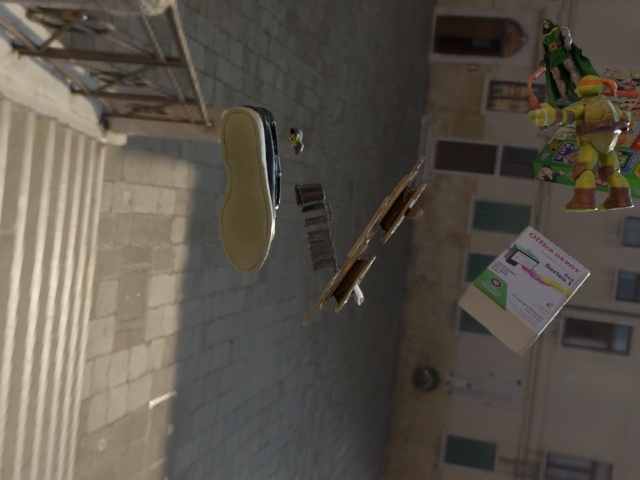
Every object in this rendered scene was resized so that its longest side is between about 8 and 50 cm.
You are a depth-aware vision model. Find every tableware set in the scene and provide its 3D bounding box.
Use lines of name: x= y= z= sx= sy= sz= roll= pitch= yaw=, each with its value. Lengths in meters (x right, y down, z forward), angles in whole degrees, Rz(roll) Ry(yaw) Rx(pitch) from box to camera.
tableware set: x=0.059 y=0.010 z=0.827 sx=0.194 sy=0.039 sz=0.128 roll=-58 pitch=174 yaw=35

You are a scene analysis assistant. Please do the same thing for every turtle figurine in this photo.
turtle figurine: x=0.416 y=-0.153 z=1.174 sx=0.269 sy=0.087 sz=0.218 roll=-4 pitch=88 yaw=-38

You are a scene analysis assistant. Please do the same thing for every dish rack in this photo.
dish rack: x=0.000 y=0.000 z=1.799 sx=0.208 sy=0.074 sz=0.272 roll=-88 pitch=167 yaw=-83

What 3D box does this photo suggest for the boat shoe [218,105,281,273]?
boat shoe: x=-0.131 y=-0.104 z=1.580 sx=0.113 sy=0.127 sz=0.340 roll=-36 pitch=126 yaw=-57

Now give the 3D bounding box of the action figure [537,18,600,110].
action figure: x=0.537 y=-0.408 z=1.775 sx=0.063 sy=0.137 sz=0.232 roll=21 pitch=50 yaw=-40

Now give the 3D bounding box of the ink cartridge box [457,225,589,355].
ink cartridge box: x=0.513 y=0.120 z=1.987 sx=0.278 sy=0.201 sz=0.117 roll=-39 pitch=161 yaw=-34

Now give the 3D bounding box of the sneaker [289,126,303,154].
sneaker: x=-0.068 y=-0.262 z=2.079 sx=0.035 sy=0.031 sz=0.083 roll=29 pitch=43 yaw=-39

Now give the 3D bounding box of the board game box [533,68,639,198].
board game box: x=0.564 y=-0.206 z=1.459 sx=0.317 sy=0.213 sz=0.046 roll=-47 pitch=133 yaw=-29
